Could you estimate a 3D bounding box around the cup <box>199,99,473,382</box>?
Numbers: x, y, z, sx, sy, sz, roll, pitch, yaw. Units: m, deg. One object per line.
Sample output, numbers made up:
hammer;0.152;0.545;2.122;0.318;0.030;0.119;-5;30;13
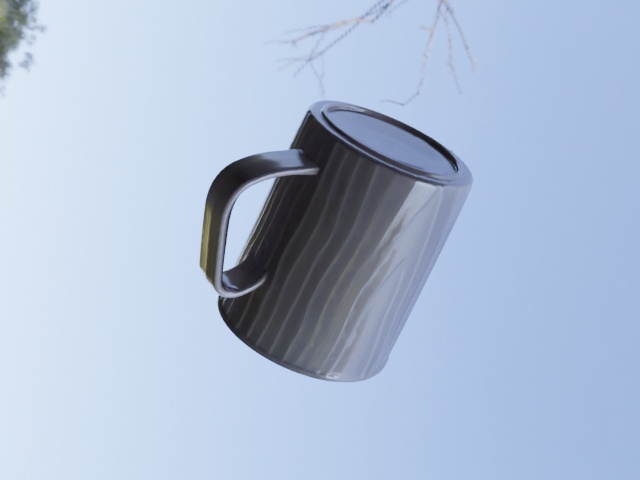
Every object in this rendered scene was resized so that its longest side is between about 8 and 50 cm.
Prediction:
cup;-0.001;-0.008;0.975;0.208;0.288;0.273;-101;-147;-62
